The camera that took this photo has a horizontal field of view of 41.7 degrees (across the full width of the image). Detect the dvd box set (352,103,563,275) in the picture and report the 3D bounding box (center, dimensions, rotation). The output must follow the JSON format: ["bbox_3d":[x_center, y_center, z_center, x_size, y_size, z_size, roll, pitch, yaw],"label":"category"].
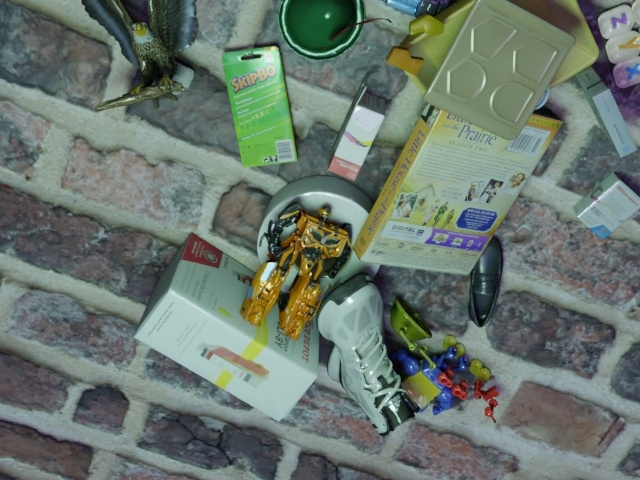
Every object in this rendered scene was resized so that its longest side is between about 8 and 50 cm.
[{"bbox_3d":[0.284,-0.116,1.773,0.308,0.062,0.420,7,124,-30],"label":"dvd box set"}]

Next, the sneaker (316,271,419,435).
[{"bbox_3d":[0.134,0.270,1.877,0.169,0.257,0.447,-32,148,-17],"label":"sneaker"}]

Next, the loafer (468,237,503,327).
[{"bbox_3d":[0.386,0.099,1.952,0.076,0.078,0.223,3,117,1],"label":"loafer"}]

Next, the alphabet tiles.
[{"bbox_3d":[0.713,-0.431,1.693,0.278,0.021,0.284,-21,114,14],"label":"alphabet tiles"}]

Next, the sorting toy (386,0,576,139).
[{"bbox_3d":[0.287,-0.336,1.542,0.307,0.041,0.229,21,114,-19],"label":"sorting toy"}]

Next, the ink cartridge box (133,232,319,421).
[{"bbox_3d":[-0.196,0.193,1.922,0.385,0.279,0.160,33,112,-14],"label":"ink cartridge box"}]

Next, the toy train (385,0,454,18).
[{"bbox_3d":[0.177,-0.485,1.647,0.184,0.105,0.080,20,116,-7],"label":"toy train"}]

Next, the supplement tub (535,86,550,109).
[{"bbox_3d":[0.391,-0.300,1.650,0.107,0.071,0.071,9,121,-30],"label":"supplement tub"}]

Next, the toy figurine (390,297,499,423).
[{"bbox_3d":[0.235,0.337,2.030,0.362,0.191,0.217,42,117,-16],"label":"toy figurine"}]

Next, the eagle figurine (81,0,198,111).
[{"bbox_3d":[-0.355,-0.428,1.688,0.226,0.225,0.298,-10,87,-35],"label":"eagle figurine"}]

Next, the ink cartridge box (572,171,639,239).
[{"bbox_3d":[0.639,-0.078,1.862,0.088,0.052,0.122,38,114,-16],"label":"ink cartridge box"}]

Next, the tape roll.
[{"bbox_3d":[0.000,0.000,1.910,0.286,0.100,0.286,1,117,2],"label":"tape roll"}]

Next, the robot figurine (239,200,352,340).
[{"bbox_3d":[-0.045,0.062,1.799,0.211,0.085,0.291,22,102,-29],"label":"robot figurine"}]

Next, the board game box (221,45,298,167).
[{"bbox_3d":[-0.129,-0.287,1.806,0.124,0.039,0.259,-6,119,5],"label":"board game box"}]

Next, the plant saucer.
[{"bbox_3d":[0.342,-0.385,1.646,0.333,0.081,0.333,-31,143,17],"label":"plant saucer"}]

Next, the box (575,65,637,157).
[{"bbox_3d":[0.572,-0.267,1.692,0.038,0.186,0.145,-26,113,18],"label":"box"}]

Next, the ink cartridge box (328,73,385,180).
[{"bbox_3d":[0.084,-0.241,1.772,0.067,0.115,0.198,21,117,-7],"label":"ink cartridge box"}]

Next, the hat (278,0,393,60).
[{"bbox_3d":[0.007,-0.427,1.642,0.173,0.183,0.208,40,112,-16],"label":"hat"}]
